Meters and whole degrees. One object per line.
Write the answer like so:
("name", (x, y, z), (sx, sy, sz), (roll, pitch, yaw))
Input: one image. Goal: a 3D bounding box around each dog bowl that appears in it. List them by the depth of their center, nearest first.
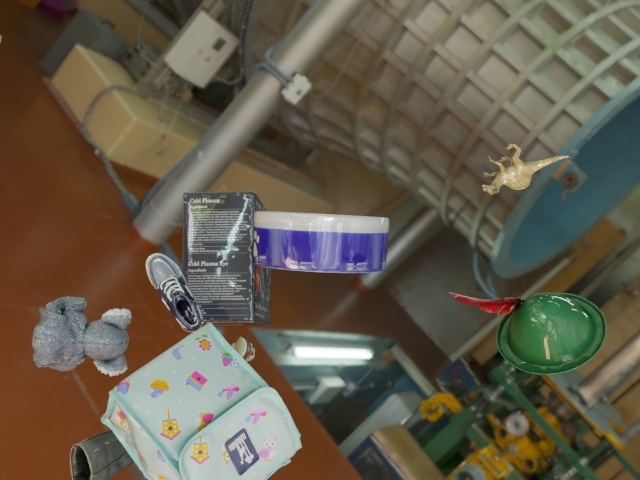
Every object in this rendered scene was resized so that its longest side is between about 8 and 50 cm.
("dog bowl", (0.000, 0.000, 1.404), (0.264, 0.104, 0.265), (3, 3, 0))

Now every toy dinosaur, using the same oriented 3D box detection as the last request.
("toy dinosaur", (0.397, -0.145, 1.452), (0.053, 0.183, 0.093), (72, -7, -61))

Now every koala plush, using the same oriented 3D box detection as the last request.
("koala plush", (-0.589, 0.250, 1.815), (0.221, 0.196, 0.203), (8, -3, -2))

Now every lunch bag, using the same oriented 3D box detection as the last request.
("lunch bag", (-0.185, 0.301, 1.163), (0.262, 0.160, 0.223), (44, 49, 16))

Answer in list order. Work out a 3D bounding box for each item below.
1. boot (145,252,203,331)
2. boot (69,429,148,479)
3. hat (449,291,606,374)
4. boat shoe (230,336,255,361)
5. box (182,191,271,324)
("boot", (-0.304, 0.104, 1.509), (0.190, 0.069, 0.086), (55, -14, 3))
("boot", (-0.413, 0.464, 1.470), (0.208, 0.076, 0.190), (-31, 106, -73))
("hat", (0.344, 0.093, 1.131), (0.172, 0.208, 0.184), (9, -44, 38))
("boat shoe", (-0.153, 0.223, 1.437), (0.043, 0.049, 0.137), (17, -21, -14))
("box", (-0.230, 0.060, 1.834), (0.343, 0.178, 0.313), (72, 17, -82))
